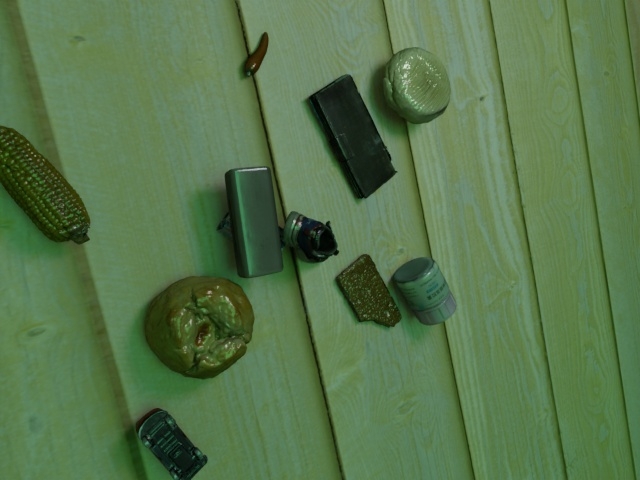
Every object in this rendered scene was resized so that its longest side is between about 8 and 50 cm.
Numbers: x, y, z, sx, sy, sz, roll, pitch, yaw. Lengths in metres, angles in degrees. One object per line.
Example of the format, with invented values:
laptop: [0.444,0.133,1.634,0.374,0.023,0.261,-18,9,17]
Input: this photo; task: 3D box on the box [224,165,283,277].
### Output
box: [-0.149,-0.041,1.090,0.103,0.055,0.244,-10,95,-30]

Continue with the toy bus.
toy bus: [-0.324,0.433,1.038,0.079,0.077,0.174,-41,109,-27]

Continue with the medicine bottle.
medicine bottle: [0.309,0.149,1.426,0.135,0.135,0.168,-40,111,-27]

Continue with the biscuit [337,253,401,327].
biscuit: [0.140,0.165,1.377,0.131,0.026,0.237,-38,109,-26]

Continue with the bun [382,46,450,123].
bun: [0.265,-0.439,1.409,0.220,0.134,0.221,2,86,-28]

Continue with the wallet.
wallet: [0.095,-0.287,1.348,0.169,0.044,0.317,-41,112,-31]

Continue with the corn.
corn: [-0.529,-0.098,0.908,0.097,0.097,0.262,-43,108,-26]

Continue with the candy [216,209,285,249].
candy: [-0.157,-0.021,1.160,0.160,0.073,0.092,38,67,-26]

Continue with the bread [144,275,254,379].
bread: [-0.248,0.187,1.061,0.244,0.134,0.245,-1,92,-31]

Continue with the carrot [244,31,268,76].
carrot: [-0.154,-0.457,1.197,0.035,0.035,0.142,33,64,-28]

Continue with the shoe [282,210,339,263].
shoe: [0.000,0.001,1.194,0.227,0.125,0.099,39,64,-61]
